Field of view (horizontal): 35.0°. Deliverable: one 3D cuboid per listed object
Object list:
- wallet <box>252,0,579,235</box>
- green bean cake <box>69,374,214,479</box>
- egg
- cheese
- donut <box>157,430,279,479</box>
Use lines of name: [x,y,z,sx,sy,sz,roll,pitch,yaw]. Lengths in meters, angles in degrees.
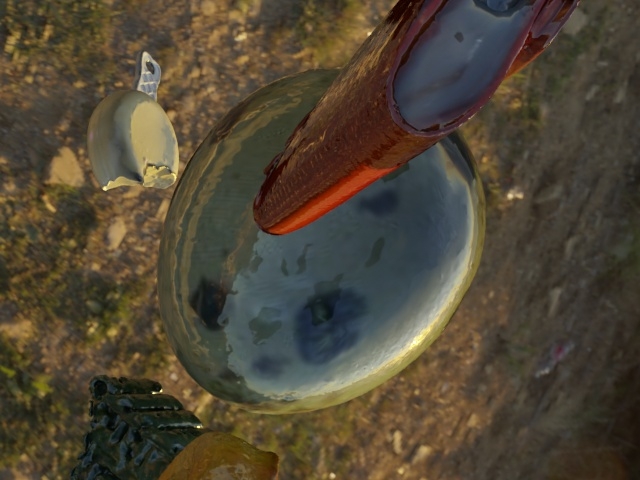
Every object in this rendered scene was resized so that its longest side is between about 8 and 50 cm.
wallet: [0.041,-0.072,0.406,0.045,0.204,0.142,38,74,-6]
green bean cake: [-0.209,0.275,1.108,0.208,0.193,0.107,-61,154,6]
egg: [0.000,0.000,1.134,0.428,0.345,0.345,-56,133,-38]
cheese: [-0.272,-0.179,1.458,0.163,0.071,0.249,24,53,-59]
donut: [-0.098,0.210,0.771,0.058,0.152,0.152,37,80,-12]
